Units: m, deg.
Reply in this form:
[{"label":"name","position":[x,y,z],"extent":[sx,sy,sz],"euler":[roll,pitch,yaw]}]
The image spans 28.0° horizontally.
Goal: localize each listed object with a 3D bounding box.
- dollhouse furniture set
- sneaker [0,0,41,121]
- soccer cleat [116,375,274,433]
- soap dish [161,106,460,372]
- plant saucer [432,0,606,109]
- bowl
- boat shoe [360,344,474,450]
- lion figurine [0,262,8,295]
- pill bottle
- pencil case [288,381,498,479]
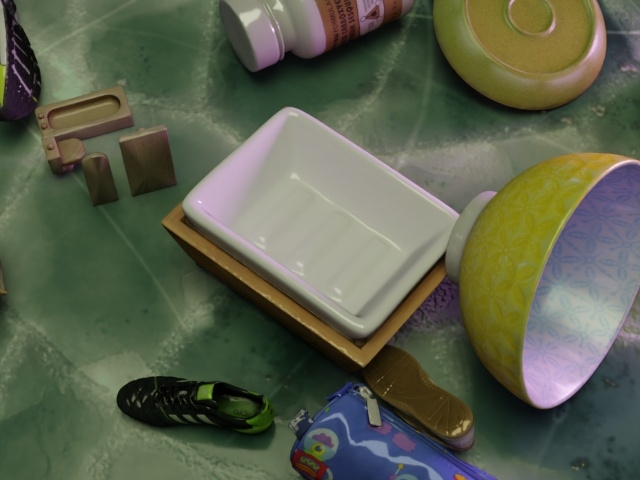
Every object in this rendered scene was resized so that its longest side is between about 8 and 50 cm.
[{"label":"dollhouse furniture set","position":[-0.270,-0.141,1.561],"extent":[0.144,0.123,0.151],"euler":[-16,63,-9]},{"label":"sneaker","position":[-0.446,-0.259,1.645],"extent":[0.121,0.111,0.300],"euler":[-25,56,1]},{"label":"soccer cleat","position":[-0.139,0.176,1.421],"extent":[0.179,0.072,0.060],"euler":[7,62,4]},{"label":"soap dish","position":[0.000,0.000,1.479],"extent":[0.291,0.118,0.229],"euler":[35,60,16]},{"label":"plant saucer","position":[0.265,-0.286,1.655],"extent":[0.241,0.037,0.241],"euler":[5,70,-13]},{"label":"bowl","position":[0.232,0.023,1.408],"extent":[0.156,0.289,0.289],"euler":[25,63,32]},{"label":"boat shoe","position":[0.108,0.180,1.429],"extent":[0.063,0.059,0.170],"euler":[-38,47,-13]},{"label":"lion figurine","position":[-0.557,-0.009,1.424],"extent":[0.392,0.142,0.240],"euler":[-1,47,-34]},{"label":"pill bottle","position":[-0.006,-0.308,1.648],"extent":[0.229,0.131,0.131],"euler":[-27,65,-13]},{"label":"pencil case","position":[0.111,0.265,1.344],"extent":[0.306,0.133,0.119],"euler":[34,34,16]}]
